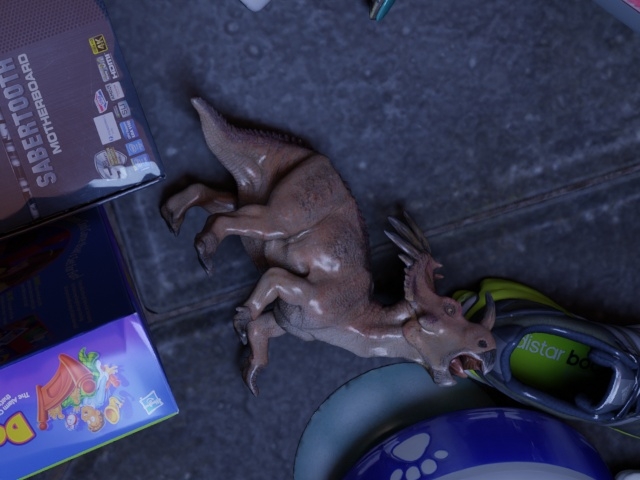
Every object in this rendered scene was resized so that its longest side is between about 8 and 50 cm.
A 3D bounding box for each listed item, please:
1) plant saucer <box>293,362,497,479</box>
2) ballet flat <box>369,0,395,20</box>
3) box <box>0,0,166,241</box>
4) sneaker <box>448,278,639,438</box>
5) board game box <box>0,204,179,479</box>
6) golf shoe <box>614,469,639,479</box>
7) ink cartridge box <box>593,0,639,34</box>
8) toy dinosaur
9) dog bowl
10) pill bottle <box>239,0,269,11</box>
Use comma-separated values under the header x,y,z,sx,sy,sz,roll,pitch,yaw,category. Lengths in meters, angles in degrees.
x,y,z,sx,sy,sz,roll,pitch,yaw,category
0.075,0.202,1.683,0.195,0.037,0.195,-3,105,-11,plant saucer
0.064,-0.229,1.574,0.041,0.041,0.114,35,95,-17,ballet flat
-0.242,-0.125,1.512,0.183,0.059,0.232,-19,98,-5,box
0.248,0.120,1.649,0.300,0.121,0.111,13,102,-14,sneaker
-0.242,0.080,1.428,0.233,0.347,0.078,-22,108,-4,board game box
0.337,0.213,1.725,0.186,0.067,0.086,11,88,-21,golf shoe
0.335,-0.340,1.521,0.279,0.160,0.384,31,96,-21,ink cartridge box
0.000,0.000,1.578,0.200,0.127,0.295,-28,95,-11,toy dinosaur
0.131,0.268,1.632,0.265,0.104,0.265,-6,126,-8,dog bowl
-0.023,-0.276,1.502,0.187,0.112,0.112,-44,108,3,pill bottle
